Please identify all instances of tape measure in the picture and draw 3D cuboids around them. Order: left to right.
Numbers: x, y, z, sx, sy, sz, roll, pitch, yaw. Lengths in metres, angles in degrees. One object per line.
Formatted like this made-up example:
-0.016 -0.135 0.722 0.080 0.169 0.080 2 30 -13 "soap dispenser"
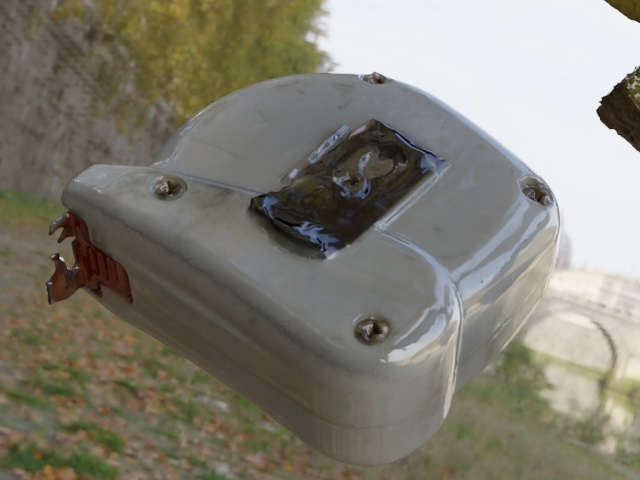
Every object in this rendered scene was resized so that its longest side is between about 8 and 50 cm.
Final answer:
0.000 0.000 0.779 0.258 0.265 0.130 30 -35 27 "tape measure"

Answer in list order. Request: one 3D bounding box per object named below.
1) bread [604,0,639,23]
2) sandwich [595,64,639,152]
0.205 -0.156 0.475 0.161 0.233 0.088 39 -22 -23 "bread"
0.464 -0.107 1.195 0.301 0.271 0.099 52 -15 10 "sandwich"
